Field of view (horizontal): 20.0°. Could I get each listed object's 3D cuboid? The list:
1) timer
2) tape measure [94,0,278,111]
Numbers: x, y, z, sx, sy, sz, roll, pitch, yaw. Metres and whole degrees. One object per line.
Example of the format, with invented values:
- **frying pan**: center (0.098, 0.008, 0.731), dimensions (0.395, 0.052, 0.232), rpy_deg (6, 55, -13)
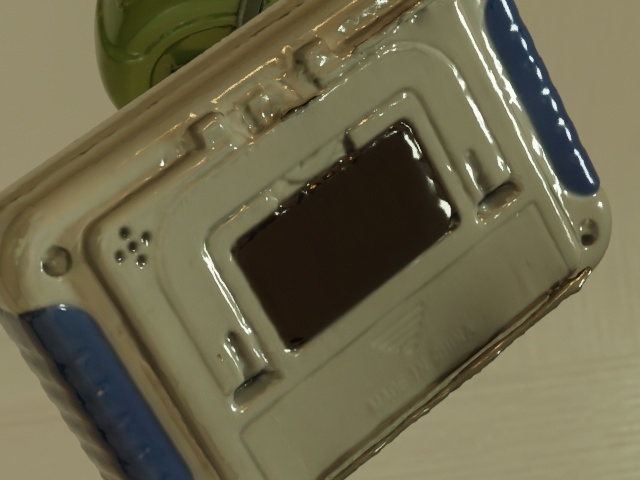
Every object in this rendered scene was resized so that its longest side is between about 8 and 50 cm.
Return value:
- **timer**: center (0.000, 0.000, 0.746), dimensions (0.078, 0.253, 0.178), rpy_deg (15, -41, 60)
- **tape measure**: center (-0.051, -0.122, 1.118), dimensions (0.200, 0.175, 0.106), rpy_deg (76, 5, -58)
